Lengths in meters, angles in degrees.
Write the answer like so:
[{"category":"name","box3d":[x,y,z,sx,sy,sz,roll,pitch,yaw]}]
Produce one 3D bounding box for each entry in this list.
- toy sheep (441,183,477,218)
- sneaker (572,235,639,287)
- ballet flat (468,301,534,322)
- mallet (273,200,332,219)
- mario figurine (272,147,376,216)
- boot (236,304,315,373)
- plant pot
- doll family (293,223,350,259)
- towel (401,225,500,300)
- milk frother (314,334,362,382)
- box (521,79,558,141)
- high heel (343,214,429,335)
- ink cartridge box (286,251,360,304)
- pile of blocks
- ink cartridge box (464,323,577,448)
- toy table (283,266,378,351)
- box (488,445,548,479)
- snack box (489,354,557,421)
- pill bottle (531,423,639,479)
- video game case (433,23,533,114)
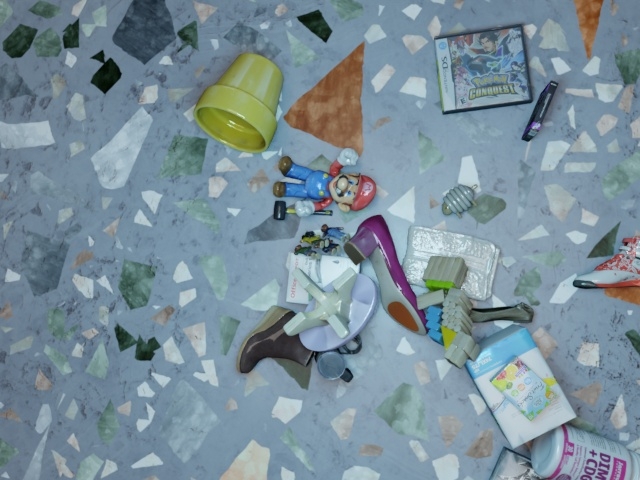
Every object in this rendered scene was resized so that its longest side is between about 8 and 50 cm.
[{"category":"toy sheep","box3d":[0.425,-0.125,1.806,0.132,0.091,0.091,-41,81,8]},{"category":"sneaker","box3d":[0.865,0.065,1.727,0.270,0.090,0.144,-3,84,4]},{"category":"ballet flat","box3d":[0.508,0.211,1.765,0.250,0.084,0.058,1,101,3]},{"category":"mallet","box3d":[-0.057,-0.102,1.898,0.190,0.039,0.062,-4,83,3]},{"category":"mario figurine","box3d":[0.012,-0.179,1.819,0.321,0.170,0.198,10,120,16]},{"category":"boot","box3d":[-0.126,0.335,1.816,0.207,0.090,0.248,27,81,30]},{"category":"plant pot","box3d":[-0.235,-0.439,1.854,0.254,0.254,0.239,18,72,9]},{"category":"doll family","box3d":[0.000,0.000,1.824,0.111,0.193,0.076,20,113,47]},{"category":"towel","box3d":[0.393,0.070,1.812,0.282,0.049,0.187,11,86,9]},{"category":"milk frother","box3d":[0.058,0.342,1.790,0.129,0.135,0.143,22,90,-5]},{"category":"box","box3d":[0.656,-0.385,1.778,0.029,0.116,0.162,22,89,7]},{"category":"high heel","box3d":[0.237,0.099,1.783,0.181,0.127,0.377,-42,101,-36]},{"category":"ink cartridge box","box3d":[0.011,0.125,1.837,0.220,0.092,0.160,4,85,8]},{"category":"pile of blocks","box3d":[0.366,0.211,1.687,0.149,0.112,0.362,-19,46,26]},{"category":"ink cartridge box","box3d":[0.549,0.405,1.687,0.197,0.198,0.270,-29,81,4]},{"category":"toy table","box3d":[0.024,0.192,1.673,0.252,0.161,0.274,37,91,32]},{"category":"box","box3d":[0.577,0.748,1.727,0.183,0.056,0.231,25,89,9]},{"category":"snack box","box3d":[0.535,0.389,1.571,0.141,0.037,0.100,45,93,9]},{"category":"pill bottle","box3d":[0.754,0.619,1.652,0.283,0.160,0.160,18,88,0]},{"category":"video game case","box3d":[0.505,-0.533,1.852,0.275,0.035,0.248,-6,84,7]}]
